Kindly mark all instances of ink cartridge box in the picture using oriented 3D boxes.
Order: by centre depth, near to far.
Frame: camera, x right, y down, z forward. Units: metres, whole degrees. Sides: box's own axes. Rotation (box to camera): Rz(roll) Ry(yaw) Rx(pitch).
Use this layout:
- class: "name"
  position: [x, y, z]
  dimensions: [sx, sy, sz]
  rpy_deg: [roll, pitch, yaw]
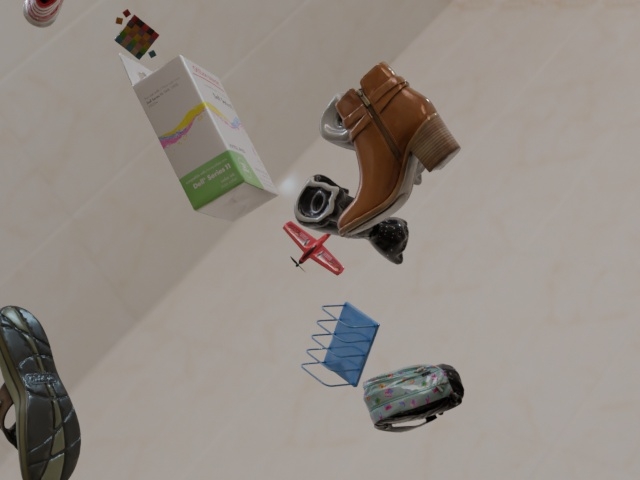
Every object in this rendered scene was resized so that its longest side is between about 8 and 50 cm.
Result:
- class: "ink cartridge box"
  position: [-0.234, -0.222, 2.266]
  dimensions: [0.353, 0.119, 0.207]
  rpy_deg: [62, 12, 12]

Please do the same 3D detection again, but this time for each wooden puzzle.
- class: "wooden puzzle"
  position: [-0.275, -0.304, 1.753]
  dimensions: [0.083, 0.049, 0.006]
  rpy_deg: [37, 4, -30]

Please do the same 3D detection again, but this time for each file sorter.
- class: "file sorter"
  position: [0.042, 0.248, 2.777]
  dimensions: [0.118, 0.104, 0.170]
  rpy_deg: [33, -68, 39]

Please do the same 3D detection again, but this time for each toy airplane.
- class: "toy airplane"
  position: [0.000, 0.000, 2.318]
  dimensions: [0.151, 0.151, 0.028]
  rpy_deg: [38, -20, 8]

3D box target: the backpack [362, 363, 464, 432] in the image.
- class: "backpack"
  position: [0.173, 0.305, 2.305]
  dimensions: [0.152, 0.182, 0.115]
  rpy_deg: [117, -44, -60]

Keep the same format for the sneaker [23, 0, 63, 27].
- class: "sneaker"
  position: [-0.462, -0.497, 2.108]
  dimensions: [0.087, 0.221, 0.128]
  rpy_deg: [18, -16, -20]

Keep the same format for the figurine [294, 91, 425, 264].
- class: "figurine"
  position: [0.080, -0.090, 1.767]
  dimensions: [0.092, 0.215, 0.209]
  rpy_deg: [4, -16, 47]

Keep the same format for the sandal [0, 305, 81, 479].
- class: "sandal"
  position: [-0.447, 0.246, 1.787]
  dimensions: [0.120, 0.086, 0.302]
  rpy_deg: [20, 44, -56]

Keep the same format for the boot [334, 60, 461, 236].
- class: "boot"
  position: [0.062, -0.112, 1.472]
  dimensions: [0.152, 0.197, 0.073]
  rpy_deg: [51, 13, 12]
